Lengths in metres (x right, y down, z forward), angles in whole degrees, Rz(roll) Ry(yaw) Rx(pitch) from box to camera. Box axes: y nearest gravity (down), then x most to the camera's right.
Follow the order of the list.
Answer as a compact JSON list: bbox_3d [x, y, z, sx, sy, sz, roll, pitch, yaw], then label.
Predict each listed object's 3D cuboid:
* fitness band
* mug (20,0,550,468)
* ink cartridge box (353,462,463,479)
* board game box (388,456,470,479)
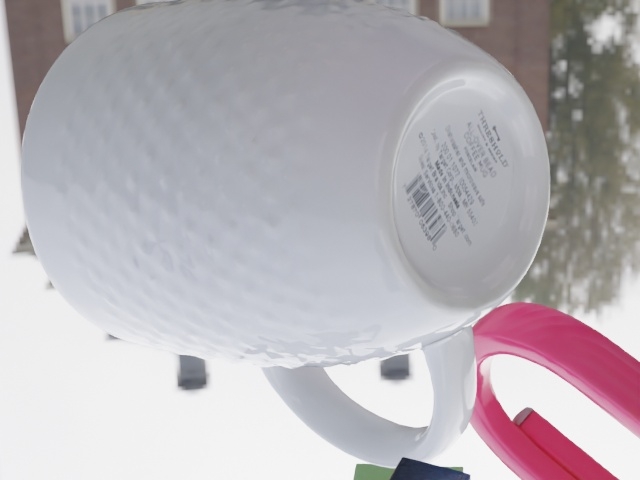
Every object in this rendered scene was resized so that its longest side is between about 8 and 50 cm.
[{"bbox_3d":[0.232,0.164,1.130,0.291,0.209,0.054,38,-118,14],"label":"fitness band"},{"bbox_3d":[0.000,0.000,1.037,0.328,0.374,0.276,5,-151,47],"label":"mug"},{"bbox_3d":[0.060,0.352,1.518,0.056,0.235,0.171,22,160,-40],"label":"ink cartridge box"},{"bbox_3d":[0.017,0.239,0.698,0.042,0.165,0.243,12,-154,16],"label":"board game box"}]
